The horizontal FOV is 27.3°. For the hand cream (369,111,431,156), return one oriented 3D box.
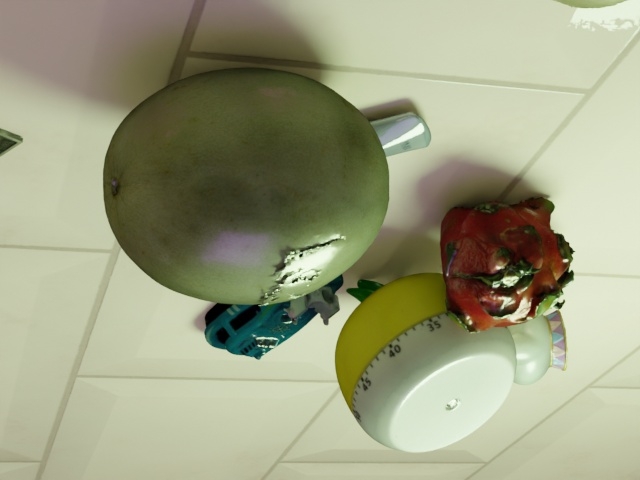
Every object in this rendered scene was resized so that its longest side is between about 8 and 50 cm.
[{"bbox_3d":[0.010,-0.108,1.624,0.255,0.048,0.079,-14,158,11],"label":"hand cream"}]

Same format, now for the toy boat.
[{"bbox_3d":[-0.080,0.130,2.047,0.134,0.092,0.299,7,151,-30],"label":"toy boat"}]

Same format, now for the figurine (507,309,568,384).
[{"bbox_3d":[0.263,0.174,2.147,0.263,0.142,0.189,-5,177,1],"label":"figurine"}]

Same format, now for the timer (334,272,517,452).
[{"bbox_3d":[0.132,0.146,1.952,0.285,0.285,0.285,-4,154,-2],"label":"timer"}]

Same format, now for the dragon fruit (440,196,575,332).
[{"bbox_3d":[0.275,0.038,1.805,0.269,0.198,0.200,15,-169,-31],"label":"dragon fruit"}]

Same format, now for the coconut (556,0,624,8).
[{"bbox_3d":[0.159,-0.323,0.945,0.323,0.323,0.323,-4,154,-2],"label":"coconut"}]

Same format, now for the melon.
[{"bbox_3d":[-0.071,-0.057,1.461,0.330,0.269,0.268,0,155,-29],"label":"melon"}]

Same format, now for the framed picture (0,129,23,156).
[{"bbox_3d":[-0.407,-0.121,1.559,0.066,0.007,0.089,-25,148,35],"label":"framed picture"}]
